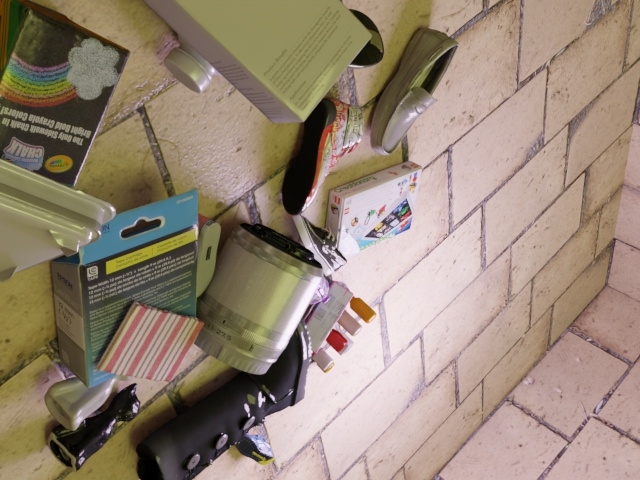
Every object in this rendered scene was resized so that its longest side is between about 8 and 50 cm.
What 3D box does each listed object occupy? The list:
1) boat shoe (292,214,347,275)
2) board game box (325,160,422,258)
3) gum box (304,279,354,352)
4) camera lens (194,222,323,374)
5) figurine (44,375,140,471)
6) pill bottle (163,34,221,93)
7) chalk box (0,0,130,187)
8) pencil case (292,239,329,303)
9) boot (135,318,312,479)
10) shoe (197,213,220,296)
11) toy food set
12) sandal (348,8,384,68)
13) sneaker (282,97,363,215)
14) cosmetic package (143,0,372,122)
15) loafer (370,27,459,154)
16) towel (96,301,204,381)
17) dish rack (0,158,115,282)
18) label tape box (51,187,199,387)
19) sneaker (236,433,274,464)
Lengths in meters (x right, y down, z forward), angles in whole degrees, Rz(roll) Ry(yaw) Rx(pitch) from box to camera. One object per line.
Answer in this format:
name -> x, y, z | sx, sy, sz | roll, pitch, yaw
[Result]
boat shoe -> 0.000, 0.000, 1.877 | 0.070, 0.077, 0.219 | -28, 141, 6
board game box -> 0.134, -0.075, 2.033 | 0.305, 0.053, 0.193 | -23, 132, -41
gum box -> 0.010, 0.187, 2.026 | 0.188, 0.062, 0.107 | -57, -176, -3
camera lens -> -0.138, 0.116, 1.687 | 0.219, 0.219, 0.274 | 23, 96, -56
figurine -> -0.437, 0.319, 1.586 | 0.209, 0.092, 0.214 | -36, 148, -43
pill bottle -> -0.180, -0.351, 1.375 | 0.186, 0.112, 0.112 | -51, 145, -10
chalk box -> -0.436, -0.188, 1.122 | 0.180, 0.179, 0.289 | 14, 106, -55
pencil case -> -0.044, 0.081, 1.899 | 0.086, 0.088, 0.206 | -42, 143, -5
boot -> -0.232, 0.363, 1.850 | 0.445, 0.146, 0.367 | -28, 134, -30
shoe -> -0.256, 0.025, 1.595 | 0.063, 0.081, 0.178 | -21, 134, -51
toy food set -> 0.035, 0.252, 2.153 | 0.232, 0.104, 0.111 | -53, 164, 24
sandal -> -0.007, -0.390, 1.593 | 0.303, 0.086, 0.120 | -14, 95, -26
sneaker -> 0.013, -0.180, 1.768 | 0.145, 0.090, 0.270 | -3, 115, -48
cosmetic package -> -0.122, -0.375, 1.250 | 0.365, 0.155, 0.197 | 43, 80, -22
loafer -> 0.219, -0.344, 1.881 | 0.112, 0.111, 0.319 | 11, 107, -54
towel -> -0.319, 0.193, 1.499 | 0.197, 0.029, 0.144 | 25, 96, -54
dish rack -> -0.485, -0.027, 1.084 | 0.333, 0.286, 0.072 | 27, 55, -47
label tape box -> -0.358, 0.069, 1.475 | 0.249, 0.115, 0.347 | -24, 131, -40
sneaker -> -0.180, 0.545, 2.121 | 0.053, 0.059, 0.144 | -30, 130, 12
